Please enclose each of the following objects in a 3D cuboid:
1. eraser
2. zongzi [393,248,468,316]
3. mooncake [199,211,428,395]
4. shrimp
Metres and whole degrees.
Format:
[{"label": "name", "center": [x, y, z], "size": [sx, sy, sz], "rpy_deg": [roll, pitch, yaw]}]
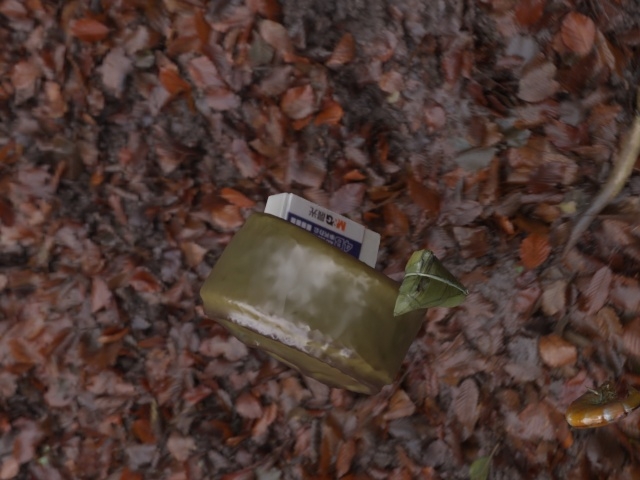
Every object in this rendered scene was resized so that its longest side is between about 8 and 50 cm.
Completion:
[{"label": "eraser", "center": [0.000, 0.000, 1.832], "size": [0.081, 0.279, 0.124], "rpy_deg": [-8, 64, 52]}, {"label": "zongzi", "center": [0.149, 0.084, 1.120], "size": [0.104, 0.113, 0.052], "rpy_deg": [40, 145, -24]}, {"label": "mooncake", "center": [-0.013, 0.122, 1.543], "size": [0.394, 0.393, 0.246], "rpy_deg": [26, 82, 1]}, {"label": "shrimp", "center": [0.555, 0.313, 1.604], "size": [0.150, 0.249, 0.068], "rpy_deg": [-15, 89, 22]}]
